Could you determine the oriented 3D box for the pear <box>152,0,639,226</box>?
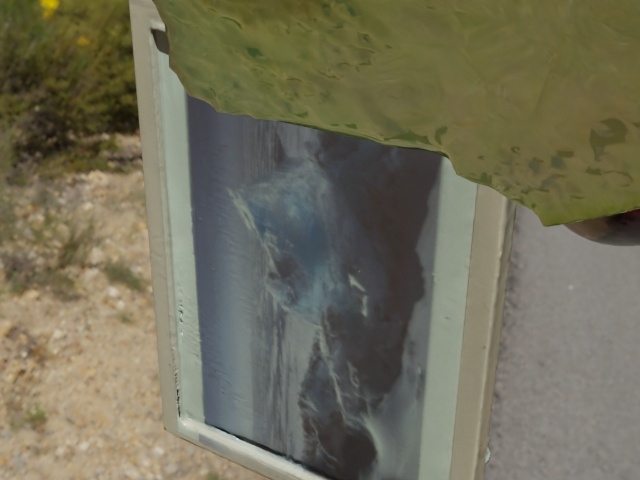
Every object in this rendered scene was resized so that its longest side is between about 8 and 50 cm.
[{"bbox_3d":[0.076,-0.146,0.358,0.282,0.176,0.286,22,-30,24],"label":"pear"}]

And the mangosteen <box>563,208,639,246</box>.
[{"bbox_3d":[0.433,-0.142,1.549,0.300,0.300,0.300,31,20,-13],"label":"mangosteen"}]

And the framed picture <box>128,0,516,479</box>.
[{"bbox_3d":[-0.007,0.036,0.897,0.326,0.446,0.028,19,36,27],"label":"framed picture"}]
